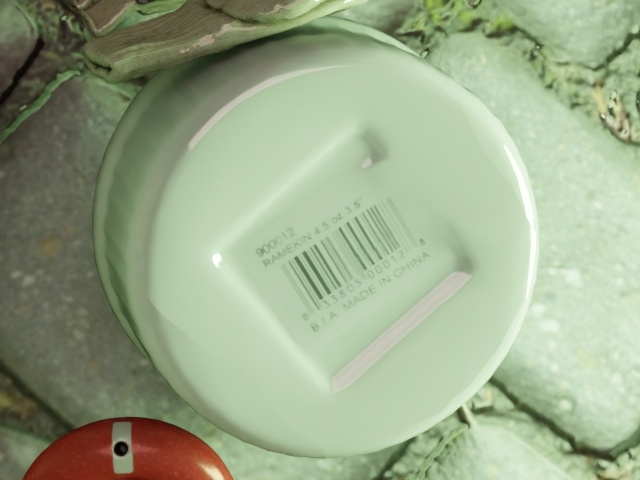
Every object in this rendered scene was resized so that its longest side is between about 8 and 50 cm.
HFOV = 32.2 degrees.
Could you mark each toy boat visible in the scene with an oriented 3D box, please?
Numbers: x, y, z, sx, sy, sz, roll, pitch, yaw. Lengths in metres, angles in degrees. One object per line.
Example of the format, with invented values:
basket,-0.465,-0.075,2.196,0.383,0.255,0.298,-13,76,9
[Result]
toy boat,-0.120,0.225,0.683,0.151,0.151,0.231,-2,80,-6

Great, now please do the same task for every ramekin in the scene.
ramekin,0.000,0.000,0.696,0.277,0.135,0.277,-3,103,-13

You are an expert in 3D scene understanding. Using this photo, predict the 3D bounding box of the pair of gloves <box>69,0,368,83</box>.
pair of gloves,-0.064,-0.171,0.727,0.204,0.240,0.042,-19,116,-9
